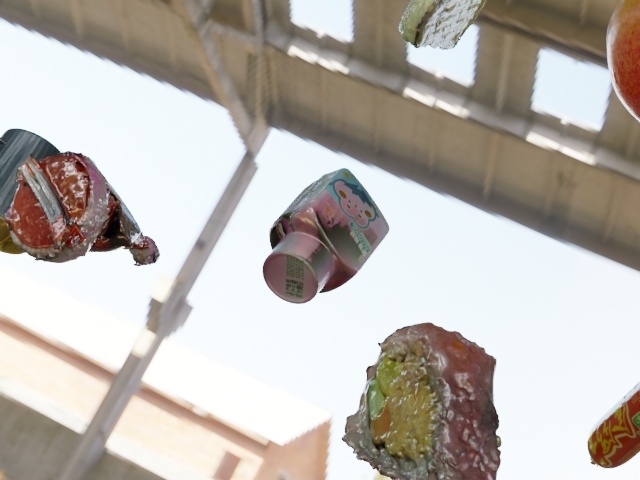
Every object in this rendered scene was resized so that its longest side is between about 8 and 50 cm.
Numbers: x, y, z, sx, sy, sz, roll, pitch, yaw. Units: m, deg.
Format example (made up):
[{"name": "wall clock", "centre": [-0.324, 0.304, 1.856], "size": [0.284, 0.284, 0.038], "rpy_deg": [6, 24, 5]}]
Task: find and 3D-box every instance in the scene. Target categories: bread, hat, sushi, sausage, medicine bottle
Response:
[{"name": "bread", "centre": [0.209, -0.378, 1.897], "size": [0.064, 0.232, 0.172], "rpy_deg": [41, -20, 21]}, {"name": "hat", "centre": [-0.249, -0.013, 1.358], "size": [0.140, 0.129, 0.227], "rpy_deg": [28, -2, 35]}, {"name": "sushi", "centre": [0.124, 0.174, 1.200], "size": [0.107, 0.161, 0.241], "rpy_deg": [23, -1, -24]}, {"name": "sausage", "centre": [0.433, 0.235, 1.586], "size": [0.083, 0.083, 0.264], "rpy_deg": [28, -45, -1]}, {"name": "medicine bottle", "centre": [0.000, 0.000, 1.546], "size": [0.094, 0.188, 0.119], "rpy_deg": [-27, -75, 38]}]

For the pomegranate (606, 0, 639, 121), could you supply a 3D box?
[{"name": "pomegranate", "centre": [0.417, -0.228, 1.281], "size": [0.221, 0.256, 0.221], "rpy_deg": [-11, 6, 1]}]

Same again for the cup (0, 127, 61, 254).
[{"name": "cup", "centre": [-0.477, -0.090, 1.768], "size": [0.131, 0.155, 0.176], "rpy_deg": [-8, -43, 44]}]
